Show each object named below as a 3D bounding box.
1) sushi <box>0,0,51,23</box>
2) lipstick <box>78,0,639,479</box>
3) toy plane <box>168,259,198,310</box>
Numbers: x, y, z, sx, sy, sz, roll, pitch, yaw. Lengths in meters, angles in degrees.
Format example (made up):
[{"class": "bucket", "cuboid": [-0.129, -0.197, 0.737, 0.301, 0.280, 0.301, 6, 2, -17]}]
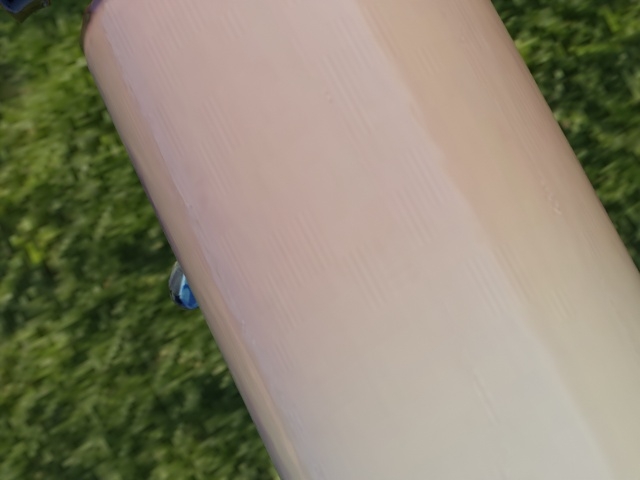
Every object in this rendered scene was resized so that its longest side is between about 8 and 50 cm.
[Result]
[{"class": "sushi", "cuboid": [-0.270, -0.274, 1.428, 0.226, 0.097, 0.103, 53, 173, -33]}, {"class": "lipstick", "cuboid": [0.055, 0.081, 0.375, 0.087, 0.087, 0.327, -37, 72, 37]}, {"class": "toy plane", "cuboid": [-0.006, 0.001, 1.307, 0.078, 0.246, 0.169, -8, 78, 37]}]
